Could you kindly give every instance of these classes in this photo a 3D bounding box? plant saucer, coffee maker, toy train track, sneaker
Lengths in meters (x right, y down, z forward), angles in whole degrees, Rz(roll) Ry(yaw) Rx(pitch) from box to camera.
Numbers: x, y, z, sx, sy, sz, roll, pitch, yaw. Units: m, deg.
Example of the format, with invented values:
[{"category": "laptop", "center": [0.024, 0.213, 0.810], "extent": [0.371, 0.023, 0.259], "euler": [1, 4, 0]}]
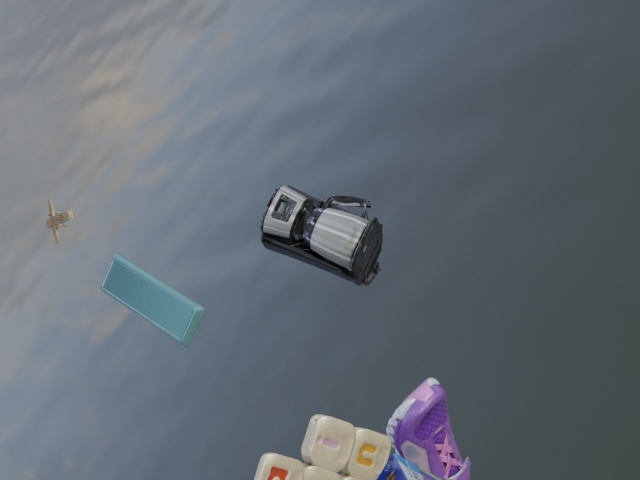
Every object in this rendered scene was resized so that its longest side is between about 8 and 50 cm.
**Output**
[{"category": "plant saucer", "center": [-0.258, 0.088, 2.414], "extent": [0.192, 0.018, 0.067], "euler": [30, 101, 31]}, {"category": "coffee maker", "center": [0.000, 0.000, 2.588], "extent": [0.120, 0.178, 0.171], "euler": [-56, -20, -36]}, {"category": "toy train track", "center": [-0.277, -0.024, 1.725], "extent": [0.083, 0.014, 0.048], "euler": [-14, 87, 64]}, {"category": "sneaker", "center": [0.145, 0.273, 2.020], "extent": [0.095, 0.236, 0.104], "euler": [-34, 53, -30]}]

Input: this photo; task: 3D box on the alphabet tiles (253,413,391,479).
[{"category": "alphabet tiles", "center": [-0.003, 0.344, 1.804], "extent": [0.021, 0.278, 0.284], "euler": [12, 82, 41]}]

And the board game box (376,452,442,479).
[{"category": "board game box", "center": [0.174, 0.338, 1.546], "extent": [0.078, 0.233, 0.347], "euler": [-59, 10, 4]}]
